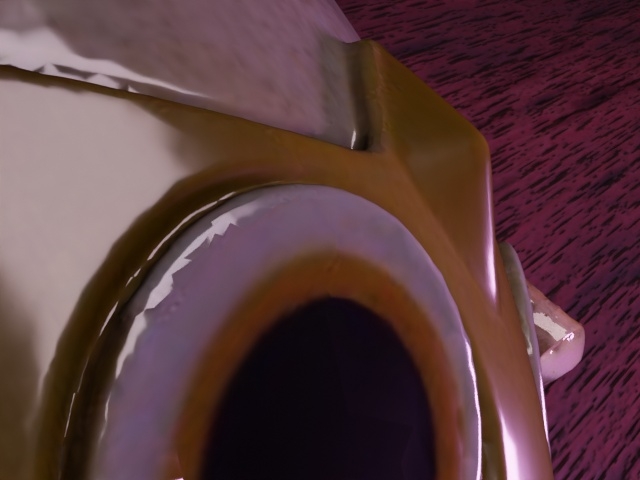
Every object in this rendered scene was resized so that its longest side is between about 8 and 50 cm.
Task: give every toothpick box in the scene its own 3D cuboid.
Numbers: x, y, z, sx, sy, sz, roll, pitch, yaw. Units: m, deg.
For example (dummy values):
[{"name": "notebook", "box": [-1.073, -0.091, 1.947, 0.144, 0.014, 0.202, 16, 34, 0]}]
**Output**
[{"name": "toothpick box", "box": [-0.135, 0.064, 0.512, 0.409, 0.409, 0.425, -4, 55, -57]}]

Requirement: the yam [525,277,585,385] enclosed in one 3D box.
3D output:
[{"name": "yam", "box": [0.058, -0.027, 1.319, 0.357, 0.081, 0.081, 45, 25, 8]}]
